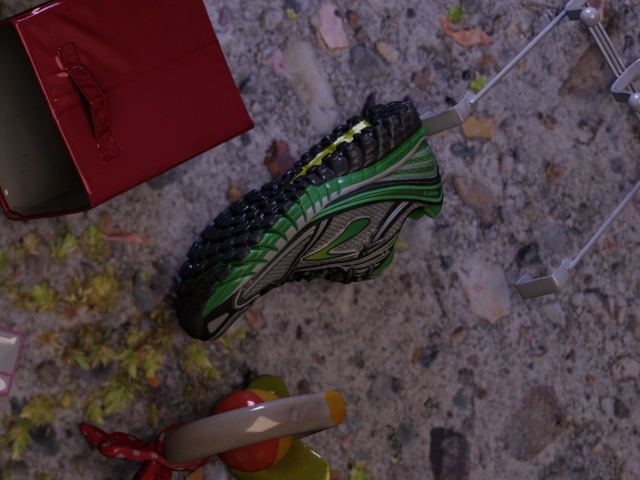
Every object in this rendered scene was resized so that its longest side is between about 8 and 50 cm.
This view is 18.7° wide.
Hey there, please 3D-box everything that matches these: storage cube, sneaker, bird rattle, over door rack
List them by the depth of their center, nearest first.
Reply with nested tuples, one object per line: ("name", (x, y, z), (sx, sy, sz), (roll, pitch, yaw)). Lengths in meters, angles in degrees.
("storage cube", (-0.210, -0.142, 1.815), (0.193, 0.215, 0.184), (-28, 102, -32))
("bird rattle", (-0.092, 0.183, 1.886), (0.253, 0.207, 0.143), (4, 69, -37))
("sneaker", (0.000, 0.000, 1.965), (0.343, 0.134, 0.146), (-36, 106, -24))
("over door rack", (0.291, -0.120, 2.118), (0.324, 0.108, 0.239), (-40, 106, -30))

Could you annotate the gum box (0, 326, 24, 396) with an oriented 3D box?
("gum box", (-0.371, 0.092, 1.780), (0.188, 0.107, 0.062), (18, 81, -27))
